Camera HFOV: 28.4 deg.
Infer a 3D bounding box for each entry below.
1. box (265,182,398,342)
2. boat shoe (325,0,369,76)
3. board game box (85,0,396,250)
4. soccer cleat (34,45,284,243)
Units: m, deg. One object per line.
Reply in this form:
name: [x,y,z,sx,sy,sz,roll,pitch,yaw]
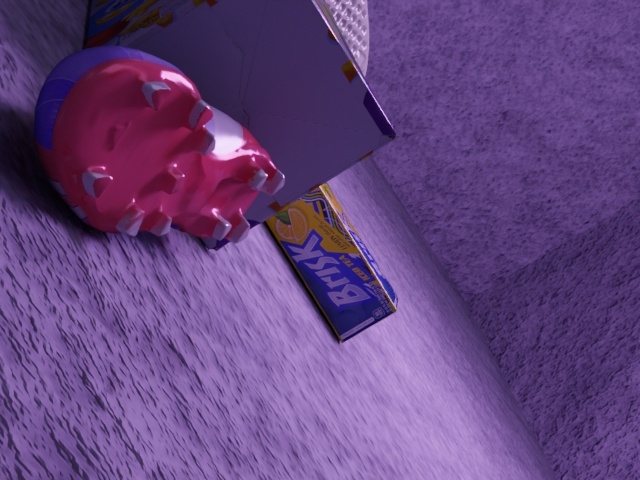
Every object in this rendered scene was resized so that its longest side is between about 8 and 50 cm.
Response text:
box: [0.000,0.000,1.088,0.169,0.059,0.054,58,9,-4]
boat shoe: [-0.041,-0.365,1.359,0.156,0.187,0.500,26,-49,35]
board game box: [-0.063,-0.137,0.881,0.144,0.142,0.275,56,7,-26]
soccer cleat: [-0.092,-0.052,0.633,0.095,0.083,0.248,35,4,15]
